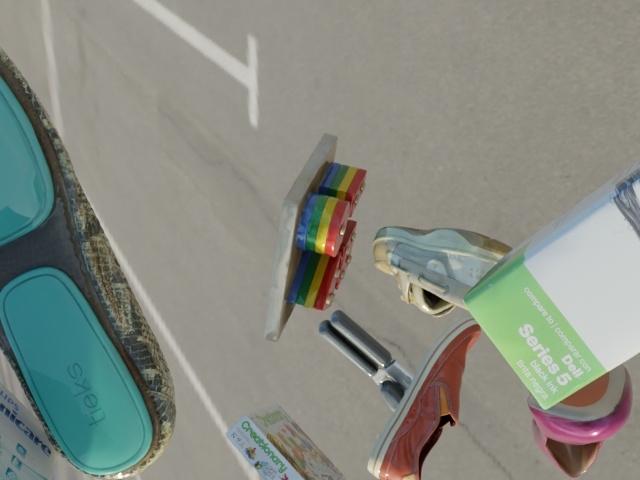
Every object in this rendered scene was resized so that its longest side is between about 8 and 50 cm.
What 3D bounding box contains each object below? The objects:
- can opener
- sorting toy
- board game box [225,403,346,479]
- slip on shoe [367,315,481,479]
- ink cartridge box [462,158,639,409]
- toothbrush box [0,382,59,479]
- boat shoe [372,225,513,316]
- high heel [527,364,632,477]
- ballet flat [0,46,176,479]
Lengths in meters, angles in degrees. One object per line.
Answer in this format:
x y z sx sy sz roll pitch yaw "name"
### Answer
0.112 0.257 1.999 0.280 0.074 0.093 44 -158 -13 "can opener"
0.000 0.000 1.543 0.255 0.089 0.257 -63 -14 -57 "sorting toy"
-0.052 0.375 1.652 0.193 0.053 0.305 46 -179 9 "board game box"
0.203 0.281 1.674 0.101 0.331 0.123 25 159 21 "slip on shoe"
0.273 -0.003 0.783 0.273 0.198 0.115 -38 84 23 "ink cartridge box"
-0.366 0.271 0.825 0.126 0.216 0.295 51 -169 -19 "toothbrush box"
0.136 0.043 1.213 0.302 0.109 0.098 0 73 70 "boat shoe"
0.336 0.244 1.193 0.377 0.127 0.181 -10 -102 -83 "high heel"
-0.275 0.000 0.918 0.182 0.164 0.483 -96 -18 -73 "ballet flat"
